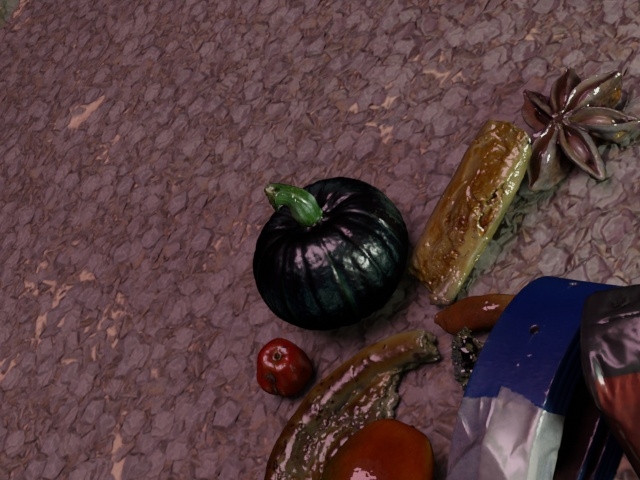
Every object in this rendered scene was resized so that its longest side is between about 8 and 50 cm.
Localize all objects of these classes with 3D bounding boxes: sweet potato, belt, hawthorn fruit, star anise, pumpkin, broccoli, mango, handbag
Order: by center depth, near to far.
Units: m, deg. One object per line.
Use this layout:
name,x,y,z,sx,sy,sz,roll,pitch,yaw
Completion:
handbag,0.401,0.156,1.199,0.181,0.254,0.181,-15,40,27
belt,0.268,0.204,1.301,0.117,0.212,0.347,9,66,42
mango,0.060,0.366,1.414,0.146,0.129,0.289,9,75,14
broccoli,0.266,0.138,1.453,0.204,0.118,0.122,-31,11,-5
sweet potato,0.244,0.096,1.526,0.195,0.056,0.056,-13,52,26
star anise,0.369,-0.163,1.604,0.197,0.073,0.212,-7,58,40
pumpkin,0.000,0.000,1.652,0.248,0.248,0.248,-21,48,26
hawthorn fruit,-0.058,0.189,1.670,0.093,0.093,0.093,-21,48,26

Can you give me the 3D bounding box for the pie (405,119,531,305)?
pie,0.216,-0.039,1.614,0.128,0.068,0.282,39,102,50

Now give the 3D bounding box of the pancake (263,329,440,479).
pancake,0.029,0.268,1.567,0.376,0.054,0.197,-53,43,-5
